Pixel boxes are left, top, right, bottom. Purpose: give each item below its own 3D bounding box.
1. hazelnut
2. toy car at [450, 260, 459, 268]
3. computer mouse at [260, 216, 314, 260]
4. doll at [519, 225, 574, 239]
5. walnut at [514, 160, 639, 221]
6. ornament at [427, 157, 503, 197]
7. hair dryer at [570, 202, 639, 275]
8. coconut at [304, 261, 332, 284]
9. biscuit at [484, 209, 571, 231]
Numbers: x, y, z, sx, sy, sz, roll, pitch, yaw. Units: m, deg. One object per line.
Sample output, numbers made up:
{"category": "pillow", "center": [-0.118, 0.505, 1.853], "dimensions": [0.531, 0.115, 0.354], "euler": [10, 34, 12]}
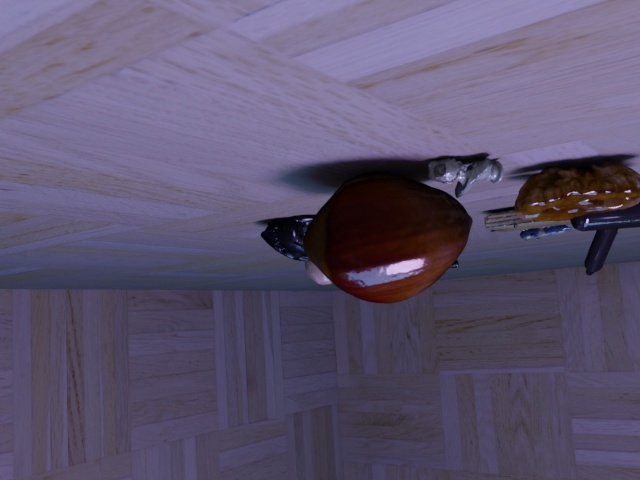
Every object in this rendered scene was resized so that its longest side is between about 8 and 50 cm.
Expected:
{"category": "hazelnut", "center": [0.089, -0.012, 0.877], "dimensions": [0.181, 0.181, 0.212], "euler": [39, -169, -10]}
{"category": "toy car", "center": [0.373, 0.062, 2.025], "dimensions": [0.069, 0.055, 0.142], "euler": [-2, -174, -8]}
{"category": "computer mouse", "center": [0.000, 0.000, 1.263], "dimensions": [0.242, 0.077, 0.146], "euler": [-1, 174, -24]}
{"category": "doll", "center": [0.530, -0.019, 1.560], "dimensions": [0.125, 0.027, 0.037], "euler": [-9, 164, 37]}
{"category": "walnut", "center": [0.356, -0.069, 0.926], "dimensions": [0.170, 0.069, 0.143], "euler": [-7, 171, 16]}
{"category": "ornament", "center": [0.187, -0.083, 0.837], "dimensions": [0.092, 0.041, 0.068], "euler": [16, 142, -43]}
{"category": "hair dryer", "center": [0.480, -0.007, 1.165], "dimensions": [0.114, 0.070, 0.248], "euler": [-4, 148, 5]}
{"category": "coconut", "center": [0.018, 0.052, 1.575], "dimensions": [0.110, 0.110, 0.124], "euler": [-5, 179, 11]}
{"category": "biscuit", "center": [0.422, -0.045, 1.258], "dimensions": [0.200, 0.040, 0.121], "euler": [-8, 175, 34]}
